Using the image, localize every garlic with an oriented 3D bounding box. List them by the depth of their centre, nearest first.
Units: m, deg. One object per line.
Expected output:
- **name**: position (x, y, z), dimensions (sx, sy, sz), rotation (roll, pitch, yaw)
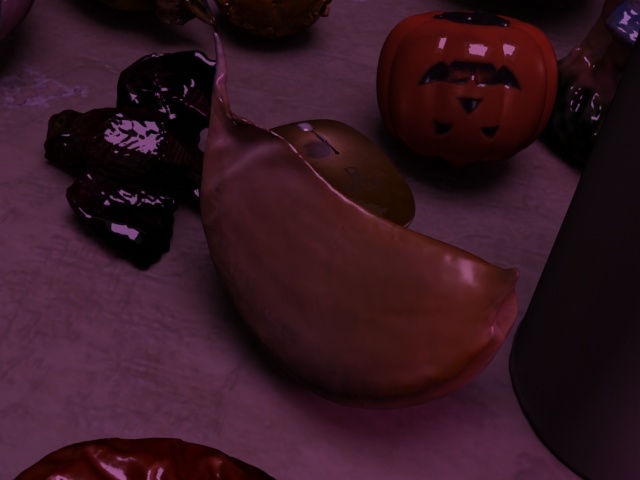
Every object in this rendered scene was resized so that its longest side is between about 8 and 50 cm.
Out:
- **garlic**: position (0.008, 0.000, 0.847), dimensions (0.338, 0.196, 0.151), rotation (40, 33, 18)

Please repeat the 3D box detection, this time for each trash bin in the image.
- **trash bin**: position (0.325, -0.012, 0.771), dimensions (0.280, 0.432, 0.280), rotation (7, 45, -7)

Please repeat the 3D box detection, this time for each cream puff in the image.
- **cream puff**: position (-0.058, -0.290, 1.172), dimensions (0.143, 0.103, 0.126), rotation (2, 41, -13)

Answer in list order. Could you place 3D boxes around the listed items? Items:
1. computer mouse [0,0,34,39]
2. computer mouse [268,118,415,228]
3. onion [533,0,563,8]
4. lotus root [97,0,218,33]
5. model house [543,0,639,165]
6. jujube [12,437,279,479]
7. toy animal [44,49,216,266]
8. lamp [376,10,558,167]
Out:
- **computer mouse**: position (-0.385, -0.343, 1.095), dimensions (0.114, 0.199, 0.389), rotation (2, 44, -41)
- **computer mouse**: position (0.014, -0.070, 1.004), dimensions (0.102, 0.045, 0.199), rotation (-15, 45, -26)
- **onion**: position (0.279, -0.424, 1.319), dimensions (0.313, 0.233, 0.314), rotation (-2, 25, 1)
- **lotus root**: position (-0.215, -0.333, 1.141), dimensions (0.154, 0.154, 0.278), rotation (-25, 61, -33)
- **model house**: position (0.528, -0.216, 1.051), dimensions (0.395, 0.400, 0.445), rotation (-26, 59, -37)
- **jujube**: position (-0.092, 0.232, 0.602), dimensions (0.232, 0.213, 0.213), rotation (17, 45, 9)
- **toy animal**: position (-0.172, -0.079, 0.966), dimensions (0.179, 0.116, 0.219), rotation (5, 69, 28)
- **lamp**: position (0.151, -0.155, 1.060), dimensions (0.187, 0.164, 0.188), rotation (2, 23, -1)
